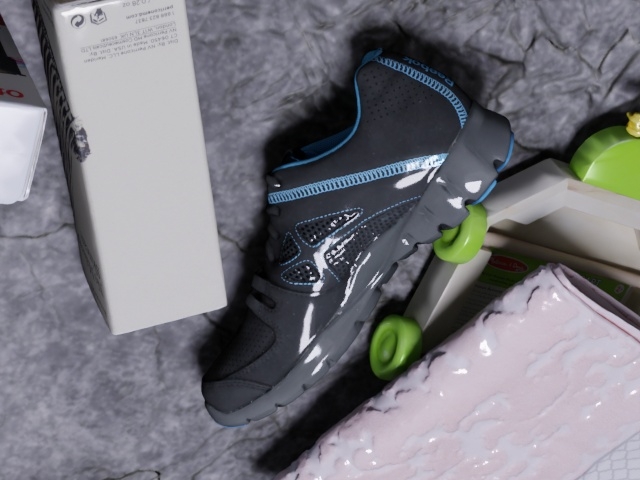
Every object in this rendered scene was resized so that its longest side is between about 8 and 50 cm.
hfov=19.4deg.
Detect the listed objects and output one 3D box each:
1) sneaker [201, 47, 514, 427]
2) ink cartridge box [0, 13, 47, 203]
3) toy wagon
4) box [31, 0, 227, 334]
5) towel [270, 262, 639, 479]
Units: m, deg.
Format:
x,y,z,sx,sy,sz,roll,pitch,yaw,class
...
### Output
x,y,z,sx,sy,sz,roll,pitch,yaw,class
0.000,0.000,1.485,0.140,0.125,0.341,38,105,-7,sneaker
-0.266,-0.102,1.253,0.127,0.175,0.072,6,117,-26,ink cartridge box
0.205,0.032,1.598,0.267,0.068,0.344,15,112,-30,toy wagon
-0.140,-0.077,1.362,0.094,0.113,0.275,-14,123,-14,box
0.167,0.185,1.614,0.332,0.053,0.317,-41,131,20,towel
